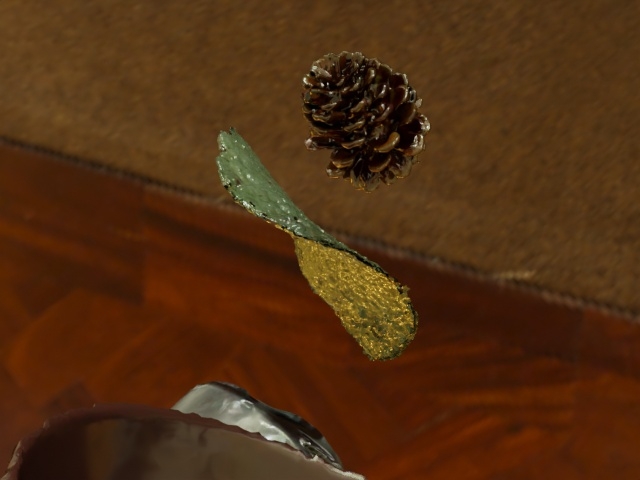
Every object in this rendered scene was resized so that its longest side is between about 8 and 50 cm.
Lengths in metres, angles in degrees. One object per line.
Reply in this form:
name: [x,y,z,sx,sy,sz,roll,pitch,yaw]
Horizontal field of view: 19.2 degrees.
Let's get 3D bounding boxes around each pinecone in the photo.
pinecone: [0.028,-0.098,1.470,0.102,0.102,0.109,-14,123,35]

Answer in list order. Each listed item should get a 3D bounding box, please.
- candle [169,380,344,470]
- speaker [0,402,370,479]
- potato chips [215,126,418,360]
candle: [-0.124,0.264,1.370,0.187,0.330,0.187,38,157,19]
speaker: [-0.030,0.256,0.618,0.259,0.198,0.330,24,104,21]
potato chips: [-0.004,0.007,1.624,0.228,0.059,0.167,51,170,-34]
